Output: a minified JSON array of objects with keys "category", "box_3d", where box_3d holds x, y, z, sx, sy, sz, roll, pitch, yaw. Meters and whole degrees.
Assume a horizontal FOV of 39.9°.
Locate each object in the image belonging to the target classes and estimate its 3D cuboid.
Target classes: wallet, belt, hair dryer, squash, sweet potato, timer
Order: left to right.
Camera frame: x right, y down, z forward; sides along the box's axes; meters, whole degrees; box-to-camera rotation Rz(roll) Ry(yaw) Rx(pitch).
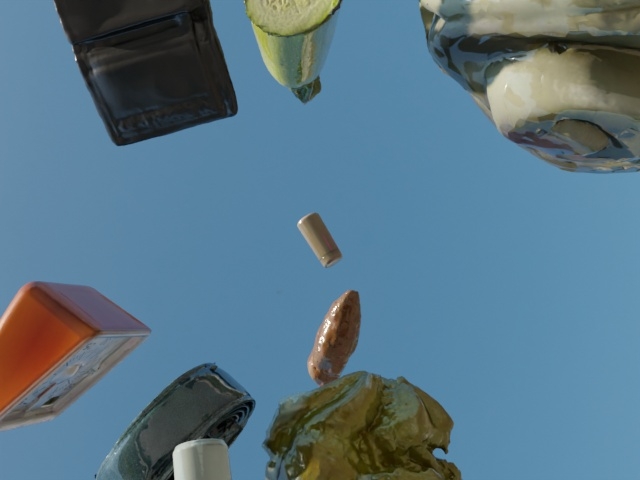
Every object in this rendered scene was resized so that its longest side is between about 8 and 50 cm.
[{"category":"timer","box_3d":[-0.450,0.206,1.482,0.250,0.161,0.257,-56,-11,1]},{"category":"wallet","box_3d":[-0.269,-0.315,1.333,0.041,0.247,0.322,-65,-41,-62]},{"category":"hair dryer","box_3d":[-0.136,0.219,0.730,0.047,0.137,0.082,45,-149,-62]},{"category":"belt","box_3d":[-0.209,0.300,1.260,0.267,0.116,0.206,-49,-17,-1]},{"category":"squash","box_3d":[-0.047,-0.278,1.214,0.137,0.287,0.137,2,-110,-7]},{"category":"sweet potato","box_3d":[0.032,0.211,1.906,0.097,0.097,0.251,-16,-48,-42]}]

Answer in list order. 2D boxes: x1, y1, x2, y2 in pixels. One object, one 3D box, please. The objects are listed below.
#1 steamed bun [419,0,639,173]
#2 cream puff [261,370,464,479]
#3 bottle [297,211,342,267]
[{"category":"steamed bun","box_3d":[0.189,-0.180,0.622,0.247,0.339,0.352,-55,-18,0]},{"category":"cream puff","box_3d":[0.091,0.364,1.403,0.275,0.378,0.378,-52,-59,-26]},{"category":"bottle","box_3d":[0.000,0.000,1.564,0.045,0.045,0.096,-20,-107,-42]}]
